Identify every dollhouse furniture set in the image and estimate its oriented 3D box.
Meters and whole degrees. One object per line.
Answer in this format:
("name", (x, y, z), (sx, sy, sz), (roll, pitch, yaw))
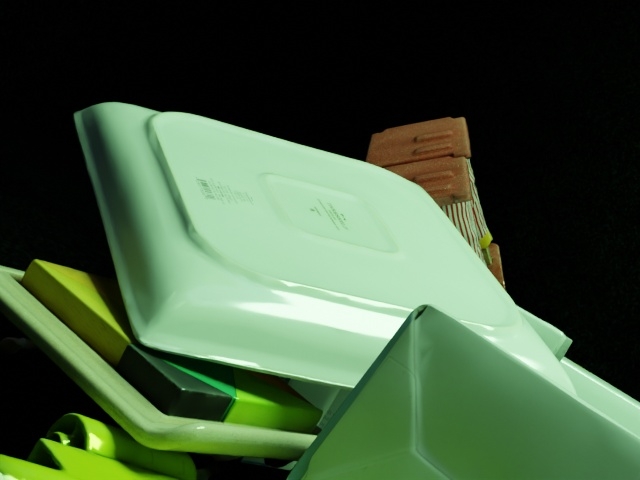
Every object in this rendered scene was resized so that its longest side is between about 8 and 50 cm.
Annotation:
("dollhouse furniture set", (0.007, 0.016, 1.317), (0.152, 0.374, 0.201), (-80, 154, -51))

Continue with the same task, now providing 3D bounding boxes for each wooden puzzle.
("wooden puzzle", (-0.102, 0.074, 0.780), (0.239, 0.044, 0.221), (29, 5, 33))

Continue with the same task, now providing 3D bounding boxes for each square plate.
("square plate", (0.000, 0.000, 0.904), (0.344, 0.049, 0.347), (14, 24, -26))

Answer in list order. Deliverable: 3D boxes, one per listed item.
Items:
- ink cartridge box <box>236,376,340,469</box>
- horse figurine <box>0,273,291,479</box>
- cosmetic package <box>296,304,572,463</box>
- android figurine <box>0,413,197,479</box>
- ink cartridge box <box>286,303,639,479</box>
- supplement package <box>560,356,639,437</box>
("ink cartridge box", (-0.074, 0.119, 1.023), (0.143, 0.090, 0.092), (33, 3, 30))
("horse figurine", (-0.118, 0.113, 0.918), (0.263, 0.066, 0.174), (29, 7, 18))
("cosmetic package", (0.077, 0.128, 1.100), (0.224, 0.224, 0.138), (32, 2, 16))
("android figurine", (-0.050, 0.174, 0.598), (0.273, 0.056, 0.248), (27, 4, -41))
("ink cartridge box", (0.197, 0.238, 0.709), (0.395, 0.151, 0.270), (42, -5, -38))
("supplement package", (0.264, 0.245, 1.280), (0.262, 0.204, 0.145), (32, 3, 2))
